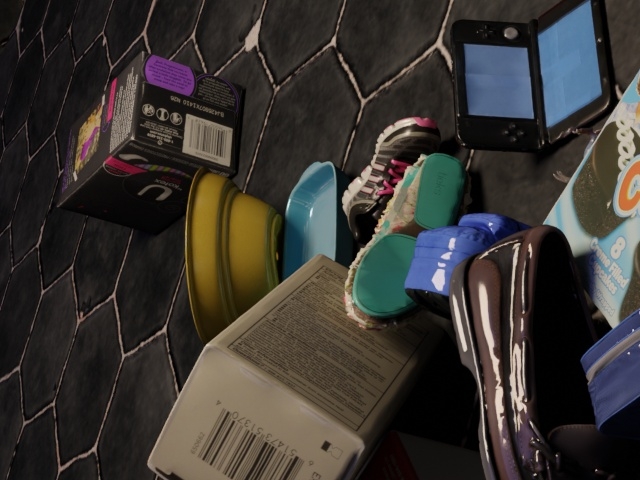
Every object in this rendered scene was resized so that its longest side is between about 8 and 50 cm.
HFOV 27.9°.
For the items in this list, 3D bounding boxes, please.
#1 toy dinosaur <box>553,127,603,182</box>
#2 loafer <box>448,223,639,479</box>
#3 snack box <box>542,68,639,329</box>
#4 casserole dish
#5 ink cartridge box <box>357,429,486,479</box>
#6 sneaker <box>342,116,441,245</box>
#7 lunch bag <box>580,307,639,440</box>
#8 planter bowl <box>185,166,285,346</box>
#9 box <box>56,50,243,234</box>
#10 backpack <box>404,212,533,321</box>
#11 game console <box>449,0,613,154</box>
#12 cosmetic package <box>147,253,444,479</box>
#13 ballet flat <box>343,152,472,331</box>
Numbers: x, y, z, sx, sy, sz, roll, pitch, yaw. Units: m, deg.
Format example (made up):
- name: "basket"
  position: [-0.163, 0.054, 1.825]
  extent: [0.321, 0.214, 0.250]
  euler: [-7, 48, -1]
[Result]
- name: "toy dinosaur"
  position: [0.227, -0.052, 1.065]
  extent: [0.090, 0.047, 0.082]
  euler: [-9, 85, 49]
- name: "loafer"
  position: [0.176, 0.129, 0.940]
  extent: [0.095, 0.109, 0.303]
  euler: [-41, 55, 43]
- name: "snack box"
  position: [0.283, 0.010, 0.899]
  extent: [0.187, 0.060, 0.322]
  euler: [-61, 29, 23]
- name: "casserole dish"
  position: [0.000, 0.000, 1.457]
  extent: [0.114, 0.037, 0.188]
  euler: [-37, 43, 49]
- name: "ink cartridge box"
  position: [0.064, 0.329, 1.065]
  extent: [0.273, 0.114, 0.197]
  euler: [-59, 30, 23]
- name: "sneaker"
  position: [0.076, -0.055, 1.321]
  extent: [0.170, 0.063, 0.075]
  euler: [-52, 33, 43]
- name: "lunch bag"
  position: [0.218, 0.085, 0.843]
  extent: [0.098, 0.067, 0.065]
  euler: [-50, 36, 46]
- name: "planter bowl"
  position: [-0.088, 0.020, 1.507]
  extent: [0.217, 0.090, 0.217]
  euler: [-2, -90, -82]
- name: "box"
  position: [-0.247, -0.131, 1.847]
  extent: [0.270, 0.165, 0.143]
  euler: [-32, 48, 52]
- name: "backpack"
  position: [0.135, 0.026, 1.099]
  extent: [0.098, 0.120, 0.101]
  euler: [-5, 70, 62]
- name: "game console"
  position: [0.186, -0.159, 1.157]
  extent: [0.085, 0.124, 0.144]
  euler: [101, 171, -60]
- name: "cosmetic package"
  position: [-0.010, 0.132, 1.119]
  extent: [0.129, 0.153, 0.296]
  euler: [-62, -10, 20]
- name: "ballet flat"
  position: [0.083, 0.015, 1.196]
  extent: [0.241, 0.091, 0.077]
  euler: [-57, -9, -42]
